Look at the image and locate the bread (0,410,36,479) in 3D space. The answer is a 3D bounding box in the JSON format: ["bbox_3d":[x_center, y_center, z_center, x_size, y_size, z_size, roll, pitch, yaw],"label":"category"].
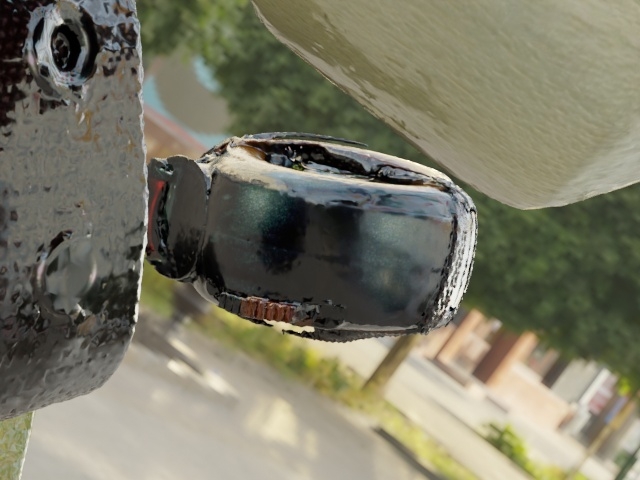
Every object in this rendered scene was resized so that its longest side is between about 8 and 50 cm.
[{"bbox_3d":[-0.257,0.175,1.099,0.077,0.361,0.138,20,-30,-21],"label":"bread"}]

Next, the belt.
[{"bbox_3d":[-0.176,-0.047,0.830,0.184,0.289,0.164,17,19,40],"label":"belt"}]

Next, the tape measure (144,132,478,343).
[{"bbox_3d":[0.000,0.000,1.128,0.223,0.135,0.202,15,10,37],"label":"tape measure"}]

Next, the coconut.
[{"bbox_3d":[0.098,-0.133,0.616,0.247,0.245,0.245,41,1,1],"label":"coconut"}]
